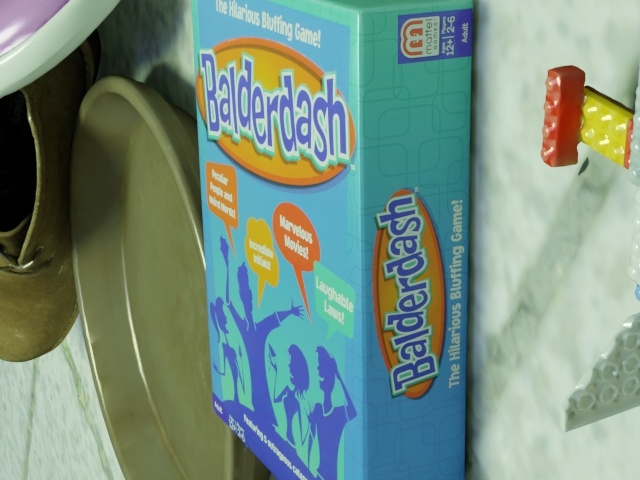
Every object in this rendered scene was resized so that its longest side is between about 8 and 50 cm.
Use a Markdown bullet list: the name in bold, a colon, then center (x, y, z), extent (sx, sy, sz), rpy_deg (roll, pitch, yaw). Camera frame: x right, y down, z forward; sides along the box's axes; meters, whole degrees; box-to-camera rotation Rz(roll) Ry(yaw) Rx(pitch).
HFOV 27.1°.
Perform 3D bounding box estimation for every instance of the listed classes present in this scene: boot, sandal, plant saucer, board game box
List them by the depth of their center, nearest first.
- **board game box**: center (0.000, 0.000, 0.530), extent (0.160, 0.047, 0.210), rpy_deg (-148, 53, -60)
- **plant saucer**: center (-0.087, 0.043, 0.756), extent (0.278, 0.041, 0.278), rpy_deg (171, 90, -67)
- **sandal**: center (-0.257, -0.172, 0.816), extent (0.416, 0.102, 0.169), rpy_deg (16, 70, 50)
- **boot**: center (-0.212, -0.011, 0.891), extent (0.115, 0.112, 0.305), rpy_deg (-85, 6, -49)

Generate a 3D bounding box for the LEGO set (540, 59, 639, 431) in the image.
- **LEGO set**: center (0.087, -0.067, 0.300), extent (0.182, 0.060, 0.244), rpy_deg (123, 132, -62)
